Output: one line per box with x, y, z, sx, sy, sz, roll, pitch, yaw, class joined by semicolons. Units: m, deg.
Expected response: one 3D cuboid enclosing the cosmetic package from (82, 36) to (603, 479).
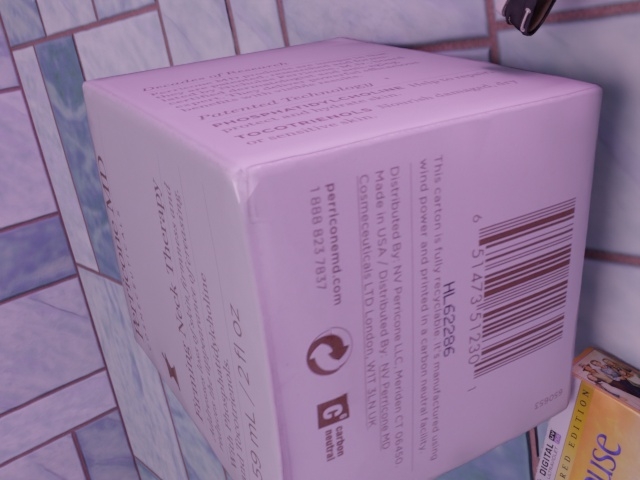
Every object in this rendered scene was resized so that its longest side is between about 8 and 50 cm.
0.000;0.000;0.690;0.394;0.327;0.329;32;133;53;cosmetic package

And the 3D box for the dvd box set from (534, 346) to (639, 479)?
0.389;0.324;0.630;0.420;0.062;0.307;31;131;40;dvd box set

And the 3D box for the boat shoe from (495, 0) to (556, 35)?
0.177;-0.209;0.526;0.038;0.046;0.125;54;149;16;boat shoe
